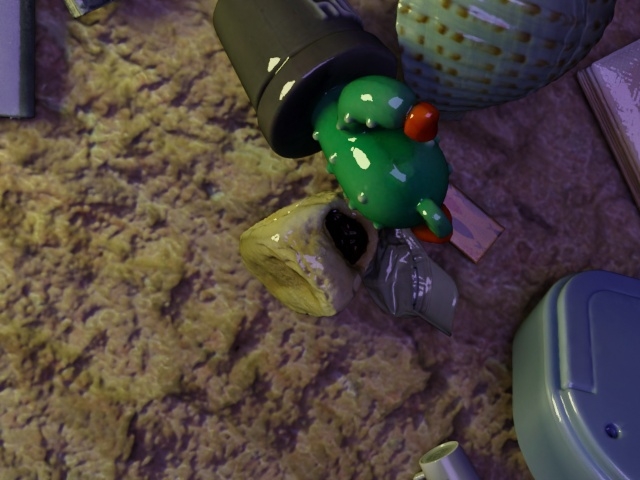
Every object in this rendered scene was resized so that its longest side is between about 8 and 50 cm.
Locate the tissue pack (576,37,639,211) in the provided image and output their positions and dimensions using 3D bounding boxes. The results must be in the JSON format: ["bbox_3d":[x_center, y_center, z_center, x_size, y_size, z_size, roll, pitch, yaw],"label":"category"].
[{"bbox_3d":[0.499,-0.129,1.279,0.170,0.071,0.325,-27,95,-8],"label":"tissue pack"}]

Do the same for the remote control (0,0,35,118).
[{"bbox_3d":[-0.410,-0.343,1.151,0.107,0.044,0.377,1,96,-2],"label":"remote control"}]

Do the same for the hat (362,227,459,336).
[{"bbox_3d":[0.124,0.057,1.243,0.166,0.081,0.122,38,47,-22],"label":"hat"}]

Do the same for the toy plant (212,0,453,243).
[{"bbox_3d":[0.028,-0.155,1.090,0.185,0.279,0.400,-23,68,-26],"label":"toy plant"}]

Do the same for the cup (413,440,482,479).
[{"bbox_3d":[0.175,0.345,1.258,0.104,0.074,0.116,-28,92,23],"label":"cup"}]

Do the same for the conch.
[{"bbox_3d":[0.240,-0.290,1.138,0.215,0.303,0.319,20,108,35],"label":"conch"}]

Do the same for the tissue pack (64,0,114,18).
[{"bbox_3d":[-0.295,-0.371,1.149,0.112,0.051,0.156,-35,111,-21],"label":"tissue pack"}]

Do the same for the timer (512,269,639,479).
[{"bbox_3d":[0.428,0.243,1.172,0.395,0.173,0.395,9,55,-13],"label":"timer"}]

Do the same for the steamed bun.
[{"bbox_3d":[0.000,0.000,1.182,0.155,0.172,0.141,-45,109,-23],"label":"steamed bun"}]

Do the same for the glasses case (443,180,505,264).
[{"bbox_3d":[0.164,-0.046,1.251,0.170,0.041,0.064,39,88,-7],"label":"glasses case"}]
